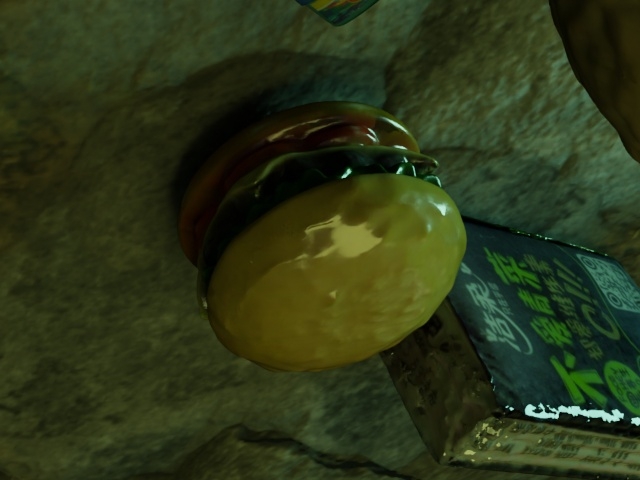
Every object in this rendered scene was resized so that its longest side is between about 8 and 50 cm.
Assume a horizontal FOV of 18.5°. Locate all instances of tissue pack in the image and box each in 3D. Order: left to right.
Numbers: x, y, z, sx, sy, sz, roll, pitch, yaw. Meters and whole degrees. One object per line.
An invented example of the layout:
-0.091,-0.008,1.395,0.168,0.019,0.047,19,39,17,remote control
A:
0.135,0.068,1.222,0.235,0.173,0.073,11,129,-43,tissue pack

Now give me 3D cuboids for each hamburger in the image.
0.000,0.000,1.093,0.162,0.115,0.162,-16,143,-12,hamburger

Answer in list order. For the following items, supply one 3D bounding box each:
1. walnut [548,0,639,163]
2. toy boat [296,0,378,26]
0.243,-0.149,0.893,0.277,0.252,0.313,5,139,29,walnut
0.026,-0.192,0.907,0.110,0.091,0.175,37,109,-24,toy boat
